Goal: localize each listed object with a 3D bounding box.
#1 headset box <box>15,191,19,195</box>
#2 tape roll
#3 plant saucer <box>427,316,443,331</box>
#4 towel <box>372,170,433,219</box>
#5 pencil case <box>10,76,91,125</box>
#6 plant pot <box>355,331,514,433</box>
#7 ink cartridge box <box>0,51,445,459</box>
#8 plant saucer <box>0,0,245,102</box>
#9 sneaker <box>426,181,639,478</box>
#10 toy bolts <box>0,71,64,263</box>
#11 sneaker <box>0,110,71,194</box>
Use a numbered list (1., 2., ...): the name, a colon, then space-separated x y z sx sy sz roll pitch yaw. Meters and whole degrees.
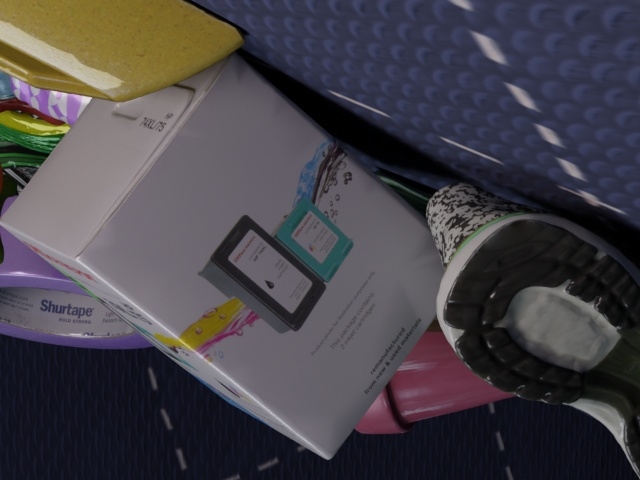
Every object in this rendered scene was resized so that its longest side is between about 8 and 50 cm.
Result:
1. headset box: -0.428 -0.122 2.314 0.110 0.218 0.293 26 175 -43
2. tape roll: -0.278 0.039 2.110 0.275 0.090 0.275 7 162 2
3. plant saucer: 0.037 0.057 1.917 0.278 0.041 0.278 6 174 1
4. towel: 0.206 0.032 1.788 0.248 0.038 0.325 21 173 34
5. pencil case: -0.166 -0.124 1.676 0.206 0.086 0.088 22 141 16
6. plant pot: 0.126 0.109 2.127 0.180 0.201 0.201 -4 167 16
7. ink cartridge box: -0.069 0.000 1.531 0.270 0.197 0.198 41 170 -26
8. plant saucer: -0.259 -0.189 1.403 0.333 0.081 0.333 27 175 -23
9. sneaker: 0.232 0.065 1.515 0.410 0.158 0.182 36 -164 -33
10. toy bolts: -0.272 -0.108 1.764 0.218 0.228 0.158 -2 155 10
11. sneaker: -0.205 -0.072 1.927 0.344 0.134 0.146 29 136 22
